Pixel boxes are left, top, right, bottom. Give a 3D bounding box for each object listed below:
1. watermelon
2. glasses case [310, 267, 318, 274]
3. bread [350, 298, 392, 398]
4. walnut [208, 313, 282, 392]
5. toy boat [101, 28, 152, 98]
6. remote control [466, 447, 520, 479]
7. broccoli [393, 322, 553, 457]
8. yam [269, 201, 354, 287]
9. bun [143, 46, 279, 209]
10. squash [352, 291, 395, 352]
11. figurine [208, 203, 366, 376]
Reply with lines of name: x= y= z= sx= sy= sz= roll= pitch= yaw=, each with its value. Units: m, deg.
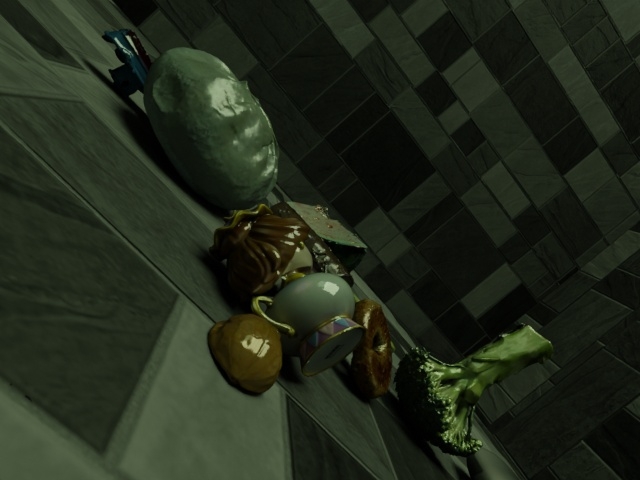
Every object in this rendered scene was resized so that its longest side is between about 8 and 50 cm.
watermelon: x=0.000 y=0.000 z=1.350 sx=0.305 sy=0.180 sz=0.224 roll=42 pitch=-9 yaw=49
glasses case: x=-0.043 y=0.081 z=0.926 sx=0.316 sy=0.076 sz=0.123 roll=51 pitch=7 yaw=-4
bread: x=0.092 y=0.205 z=0.895 sx=0.193 sy=0.064 sz=0.193 roll=-8 pitch=90 yaw=-71
walnut: x=-0.073 y=0.114 z=0.513 sx=0.091 sy=0.052 sz=0.121 roll=46 pitch=3 yaw=-7
toy boat: x=-0.397 y=-0.343 z=1.010 sx=0.100 sy=0.097 sz=0.223 roll=49 pitch=-14 yaw=43
remote control: x=0.417 y=0.583 z=1.022 sx=0.221 sy=0.104 sz=0.332 roll=55 pitch=5 yaw=3
broccoli: x=0.346 y=0.325 z=1.056 sx=0.221 sy=0.362 sz=0.251 roll=-138 pitch=-137 yaw=-69
yam: x=-0.043 y=0.031 z=1.104 sx=0.279 sy=0.131 sz=0.131 roll=50 pitch=4 yaw=24
bun: x=-0.206 y=-0.230 z=0.963 sx=0.354 sy=0.194 sz=0.354 roll=62 pitch=7 yaw=-13
squash: x=0.159 y=0.271 z=1.536 sx=0.252 sy=0.049 sz=0.252 roll=49 pitch=4 yaw=-4
figurine: x=-0.052 y=0.056 z=0.667 sx=0.263 sy=0.142 sz=0.190 roll=52 pitch=19 yaw=28
